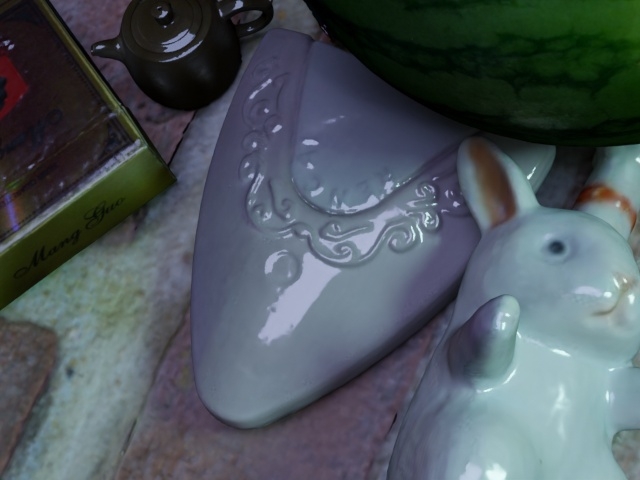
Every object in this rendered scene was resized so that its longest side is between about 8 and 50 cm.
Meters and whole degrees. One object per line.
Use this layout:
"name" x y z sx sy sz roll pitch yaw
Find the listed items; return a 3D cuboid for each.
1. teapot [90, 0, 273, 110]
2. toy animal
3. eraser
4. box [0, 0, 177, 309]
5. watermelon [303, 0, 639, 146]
"teapot" -0.087 -0.134 0.815 0.121 0.068 0.076 -17 68 3
"toy animal" 0.125 0.050 0.671 0.141 0.138 0.282 24 81 -23
"eraser" 0.000 0.000 0.757 0.204 0.059 0.243 24 74 18
"box" -0.224 -0.089 0.831 0.159 0.071 0.240 -35 68 -3
"watermelon" 0.142 -0.211 0.654 0.363 0.363 0.363 -4 71 11
